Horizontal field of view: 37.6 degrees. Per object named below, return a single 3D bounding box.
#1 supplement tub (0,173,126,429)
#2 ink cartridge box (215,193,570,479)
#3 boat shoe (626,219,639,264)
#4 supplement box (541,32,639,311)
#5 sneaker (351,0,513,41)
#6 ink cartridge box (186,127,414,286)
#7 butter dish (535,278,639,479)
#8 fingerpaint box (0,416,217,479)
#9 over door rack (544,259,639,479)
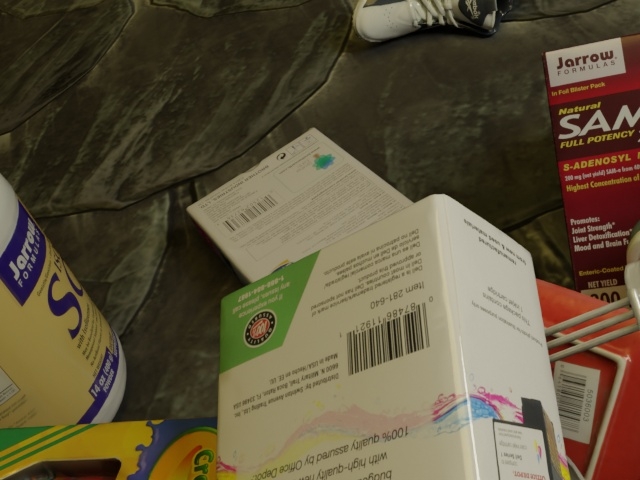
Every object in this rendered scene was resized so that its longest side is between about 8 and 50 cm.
[{"bbox_3d":[-0.359,0.068,0.896,0.241,0.331,0.241,-14,41,12],"label":"supplement tub"},{"bbox_3d":[0.040,0.142,0.588,0.201,0.117,0.278,-26,51,34],"label":"ink cartridge box"},{"bbox_3d":[0.390,-0.023,0.721,0.319,0.116,0.099,-9,40,7],"label":"boat shoe"},{"bbox_3d":[0.273,-0.052,0.806,0.130,0.073,0.239,-9,86,18],"label":"supplement box"},{"bbox_3d":[0.167,-0.318,1.249,0.235,0.094,0.153,-19,30,-10],"label":"sneaker"},{"bbox_3d":[0.000,0.000,1.006,0.185,0.065,0.311,-34,38,-12],"label":"ink cartridge box"},{"bbox_3d":[0.202,0.118,0.738,0.160,0.118,0.160,21,101,39],"label":"butter dish"},{"bbox_3d":[-0.214,0.349,0.643,0.371,0.163,0.445,-6,43,21],"label":"fingerpaint box"},{"bbox_3d":[0.157,0.201,0.607,0.239,0.108,0.324,-29,49,35],"label":"over door rack"}]
